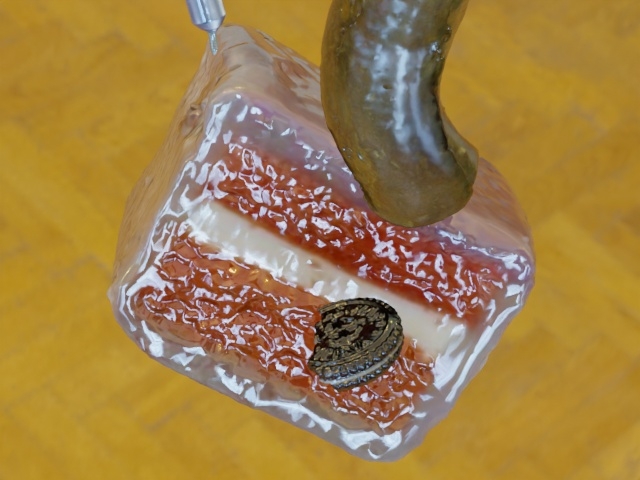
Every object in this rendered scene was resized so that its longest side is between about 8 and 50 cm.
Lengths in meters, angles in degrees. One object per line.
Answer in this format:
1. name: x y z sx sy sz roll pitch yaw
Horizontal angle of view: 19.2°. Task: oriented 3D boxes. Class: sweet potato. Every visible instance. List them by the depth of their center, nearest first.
1. sweet potato: 0.065 -0.140 1.080 0.112 0.285 0.085 16 28 0

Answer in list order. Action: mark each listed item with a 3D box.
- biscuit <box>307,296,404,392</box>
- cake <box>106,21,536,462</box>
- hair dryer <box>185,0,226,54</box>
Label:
1. biscuit: 0.020 0.074 1.370 0.089 0.027 0.087 15 45 43
2. cake: 0.000 0.000 1.532 0.309 0.237 0.230 29 18 -10
3. hair dryer: -0.070 -0.142 0.907 0.063 0.114 0.037 -23 18 -21
